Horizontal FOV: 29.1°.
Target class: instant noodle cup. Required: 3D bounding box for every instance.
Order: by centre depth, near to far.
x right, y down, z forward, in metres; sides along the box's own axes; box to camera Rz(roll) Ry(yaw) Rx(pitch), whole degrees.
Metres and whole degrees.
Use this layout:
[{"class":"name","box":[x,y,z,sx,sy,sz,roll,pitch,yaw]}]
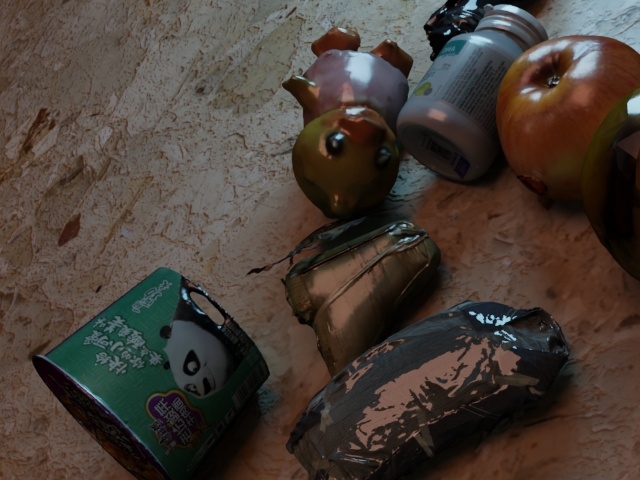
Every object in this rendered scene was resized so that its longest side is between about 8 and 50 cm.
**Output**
[{"class":"instant noodle cup","box":[-0.193,0.165,1.487,0.190,0.251,0.251,-45,41,-20]}]

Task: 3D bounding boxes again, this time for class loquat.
[{"class":"loquat","box":[0.384,-0.057,1.259,0.235,0.235,0.235,-20,45,21]}]

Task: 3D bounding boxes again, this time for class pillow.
[{"class":"pillow","box":[0.114,0.173,1.353,0.335,0.092,0.161,-33,51,6]}]

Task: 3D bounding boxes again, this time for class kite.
[{"class":"kite","box":[-0.001,-0.001,1.548,0.141,0.015,0.245,-19,8,37]}]

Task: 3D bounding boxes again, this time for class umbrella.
[{"class":"umbrella","box":[0.249,-0.355,1.711,0.122,0.110,0.272,36,79,8]}]

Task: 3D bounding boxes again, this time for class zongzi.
[{"class":"zongzi","box":[0.071,0.085,1.474,0.194,0.099,0.197,-26,61,5]}]

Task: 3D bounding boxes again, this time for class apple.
[{"class":"apple","box":[0.301,-0.146,1.446,0.209,0.164,0.209,-22,42,22]}]

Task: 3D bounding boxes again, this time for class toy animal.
[{"class":"toy animal","box":[0.035,-0.144,1.644,0.281,0.195,0.169,-87,15,-46]}]

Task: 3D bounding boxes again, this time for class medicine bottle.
[{"class":"medicine bottle","box":[0.203,-0.195,1.582,0.135,0.135,0.215,16,65,43]}]
